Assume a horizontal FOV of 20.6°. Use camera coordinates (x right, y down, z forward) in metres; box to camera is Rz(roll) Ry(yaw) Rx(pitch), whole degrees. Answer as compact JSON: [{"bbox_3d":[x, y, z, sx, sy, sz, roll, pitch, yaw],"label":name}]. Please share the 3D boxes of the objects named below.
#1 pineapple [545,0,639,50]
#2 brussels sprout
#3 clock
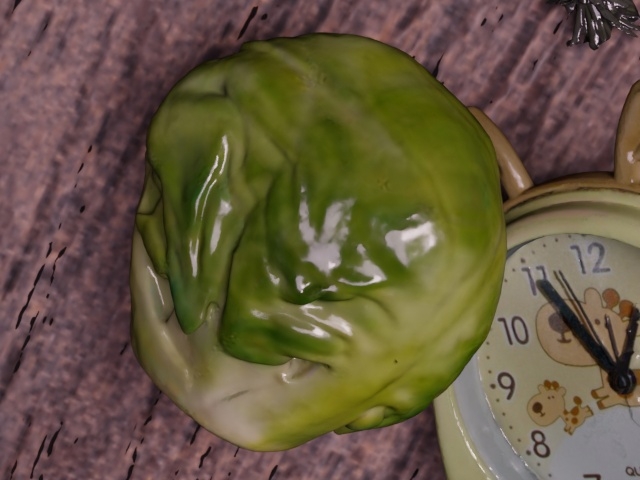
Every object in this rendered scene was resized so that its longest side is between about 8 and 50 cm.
[{"bbox_3d":[0.136,-0.160,0.976,0.058,0.058,0.124,-38,117,5],"label":"pineapple"},{"bbox_3d":[0.000,0.000,0.923,0.223,0.161,0.223,6,104,26],"label":"brussels sprout"},{"bbox_3d":[0.169,0.064,0.952,0.235,0.096,0.308,-6,106,39],"label":"clock"}]
